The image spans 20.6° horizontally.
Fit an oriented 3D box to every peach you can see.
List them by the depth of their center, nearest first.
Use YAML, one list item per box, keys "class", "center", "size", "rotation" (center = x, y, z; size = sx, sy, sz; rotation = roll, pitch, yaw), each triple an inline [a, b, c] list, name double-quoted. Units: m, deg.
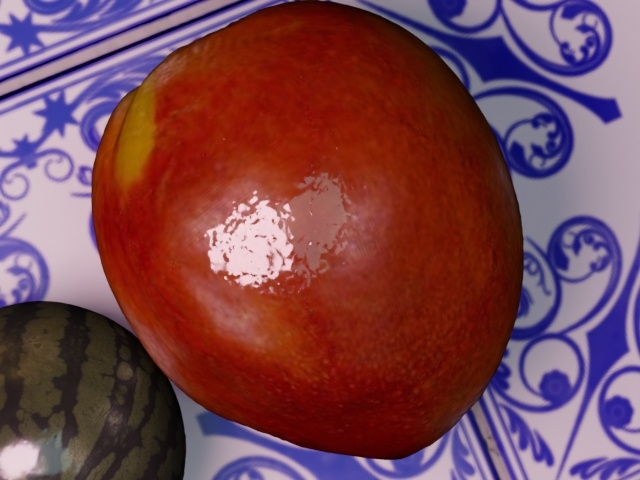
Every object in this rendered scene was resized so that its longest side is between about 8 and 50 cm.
- class: "peach"
  center: [0.000, 0.000, 1.248]
  size: [0.308, 0.308, 0.332]
  rotation: [-29, 98, -11]

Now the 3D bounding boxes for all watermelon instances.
- class: "watermelon"
  center: [-0.197, 0.146, 1.244]
  size: [0.212, 0.212, 0.212]
  rotation: [0, 89, -13]
